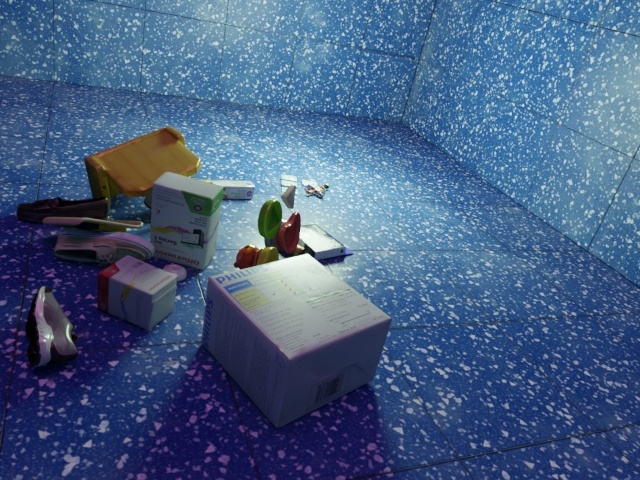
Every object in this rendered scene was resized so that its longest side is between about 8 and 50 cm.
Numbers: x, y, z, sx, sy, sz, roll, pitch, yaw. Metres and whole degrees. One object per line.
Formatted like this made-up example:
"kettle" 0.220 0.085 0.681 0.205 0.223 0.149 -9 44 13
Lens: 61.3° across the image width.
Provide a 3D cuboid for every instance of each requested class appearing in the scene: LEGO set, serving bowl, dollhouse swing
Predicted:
"LEGO set" -0.068 -0.275 2.637 0.244 0.060 0.183 9 31 -11
"serving bowl" -0.474 0.099 1.750 0.083 0.027 0.083 11 28 -6
"dollhouse swing" -0.635 -0.220 2.019 0.346 0.315 0.305 -31 66 -30

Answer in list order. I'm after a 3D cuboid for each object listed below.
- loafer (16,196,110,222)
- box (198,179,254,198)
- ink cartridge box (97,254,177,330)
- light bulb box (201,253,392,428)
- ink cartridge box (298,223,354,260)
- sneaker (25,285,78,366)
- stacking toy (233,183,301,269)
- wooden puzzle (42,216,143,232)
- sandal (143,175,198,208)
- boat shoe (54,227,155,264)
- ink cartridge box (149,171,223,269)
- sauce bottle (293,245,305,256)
"loafer" -0.897 -0.121 1.897 0.302 0.095 0.109 2 29 -22
"box" -0.448 -0.222 2.340 0.323 0.067 0.063 -1 31 -29
"ink cartridge box" -0.516 0.147 1.527 0.176 0.128 0.128 20 27 13
"light bulb box" -0.072 0.242 1.448 0.357 0.226 0.361 -12 36 -40
"ink cartridge box" 0.000 0.000 2.151 0.208 0.045 0.206 -8 33 -38
"sneaker" -0.680 0.218 1.369 0.107 0.100 0.271 11 27 -37
"stacking toy" -0.189 -0.041 1.885 0.130 0.280 0.309 11 31 19
"wooden puzzle" -0.746 -0.050 1.777 0.220 0.045 0.238 2 0 35
"sandal" -0.576 -0.173 2.116 0.254 0.054 0.097 -31 80 -44
"boat shoe" -0.687 0.035 1.720 0.301 0.109 0.094 6 50 -4
"ink cartridge box" -0.450 -0.062 1.798 0.201 0.278 0.117 15 30 2
"sauce bottle" -0.119 0.025 2.049 0.128 0.042 0.042 22 28 18
